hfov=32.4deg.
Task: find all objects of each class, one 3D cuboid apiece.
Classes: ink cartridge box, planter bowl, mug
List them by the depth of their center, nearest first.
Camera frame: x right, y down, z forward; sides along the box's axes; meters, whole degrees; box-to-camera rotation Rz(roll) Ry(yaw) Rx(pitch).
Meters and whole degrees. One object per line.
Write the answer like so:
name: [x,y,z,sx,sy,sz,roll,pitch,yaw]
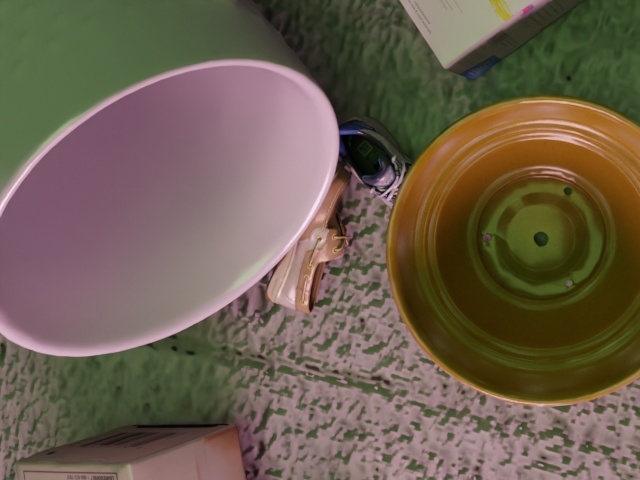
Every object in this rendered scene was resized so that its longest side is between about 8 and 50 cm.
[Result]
planter bowl: [0.161,0.003,0.799,0.217,0.090,0.217,1,97,11]
mug: [-0.164,-0.160,0.802,0.328,0.276,0.374,53,127,30]
ink cartridge box: [0.135,-0.198,0.803,0.143,0.092,0.090,-35,80,18]

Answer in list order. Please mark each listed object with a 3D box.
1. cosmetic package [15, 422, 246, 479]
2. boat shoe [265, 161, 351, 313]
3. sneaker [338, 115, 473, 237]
cosmetic package: [-0.134,0.308,0.899,0.153,0.129,0.296,-7,91,39]
boat shoe: [0.000,0.000,0.888,0.045,0.050,0.135,28,121,6]
sneaker: [0.058,-0.045,0.859,0.135,0.058,0.052,39,106,14]
